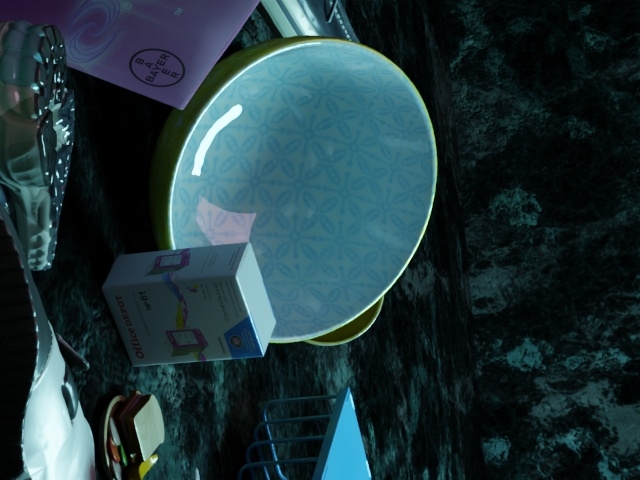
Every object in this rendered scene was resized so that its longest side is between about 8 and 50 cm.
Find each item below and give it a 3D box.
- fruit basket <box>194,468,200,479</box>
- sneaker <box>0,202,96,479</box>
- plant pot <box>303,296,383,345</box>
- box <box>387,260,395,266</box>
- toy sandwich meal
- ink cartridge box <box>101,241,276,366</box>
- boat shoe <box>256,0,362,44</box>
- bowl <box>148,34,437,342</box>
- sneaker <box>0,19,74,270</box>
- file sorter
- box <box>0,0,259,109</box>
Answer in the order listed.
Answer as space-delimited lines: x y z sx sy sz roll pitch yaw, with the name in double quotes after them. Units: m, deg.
-0.090 0.358 1.031 0.353 0.165 0.327 82 15 -67 "fruit basket"
-0.202 0.105 0.879 0.146 0.122 0.331 -83 168 -70 "sneaker"
-0.002 0.062 1.659 0.095 0.134 0.134 124 -37 -73 "plant pot"
0.000 0.000 1.516 0.021 0.201 0.164 50 33 -37 "box"
-0.152 0.163 1.183 0.085 0.029 0.086 -7 90 -76 "toy sandwich meal"
-0.110 0.055 1.219 0.052 0.122 0.088 -71 150 -52 "ink cartridge box"
-0.040 -0.343 1.481 0.187 0.156 0.500 55 -3 45 "boat shoe"
-0.050 -0.062 1.372 0.156 0.289 0.289 27 -42 53 "bowl"
-0.218 -0.064 0.897 0.283 0.122 0.110 112 -16 -69 "sneaker"
-0.019 0.251 1.506 0.170 0.104 0.118 -69 148 -62 "file sorter"
-0.139 -0.218 0.839 0.213 0.243 0.117 -46 -150 46 "box"
